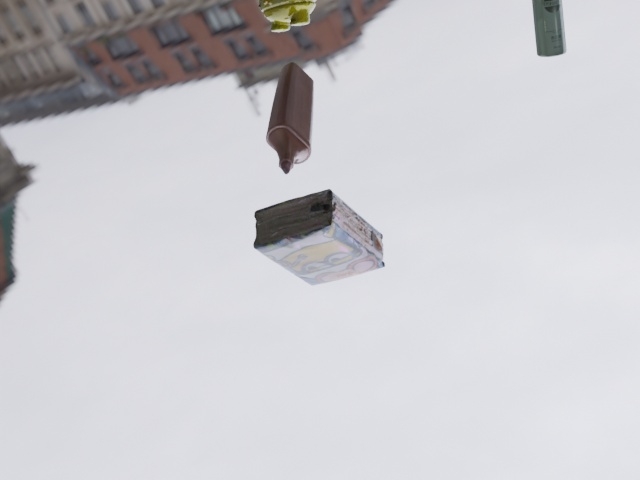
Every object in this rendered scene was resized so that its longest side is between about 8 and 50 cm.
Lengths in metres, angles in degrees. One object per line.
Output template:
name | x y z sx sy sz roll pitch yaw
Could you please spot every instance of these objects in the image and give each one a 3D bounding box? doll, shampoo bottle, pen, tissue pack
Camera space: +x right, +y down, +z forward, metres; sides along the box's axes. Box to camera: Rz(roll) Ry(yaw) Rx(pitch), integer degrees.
doll | -0.047 -0.317 1.489 0.062 0.162 0.106 -12 -176 -36
shampoo bottle | 0.407 -0.430 2.399 0.056 0.195 0.056 -9 -162 3
pen | -0.030 -0.126 1.423 0.032 0.053 0.197 -36 -154 25
tissue pack | 0.000 0.000 1.717 0.116 0.155 0.065 -15 -119 25
